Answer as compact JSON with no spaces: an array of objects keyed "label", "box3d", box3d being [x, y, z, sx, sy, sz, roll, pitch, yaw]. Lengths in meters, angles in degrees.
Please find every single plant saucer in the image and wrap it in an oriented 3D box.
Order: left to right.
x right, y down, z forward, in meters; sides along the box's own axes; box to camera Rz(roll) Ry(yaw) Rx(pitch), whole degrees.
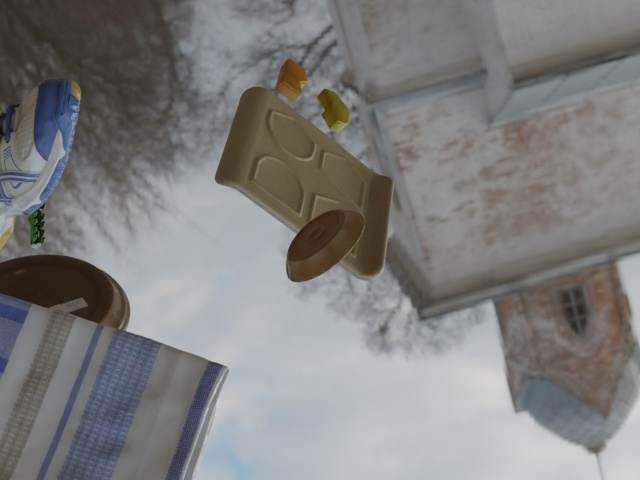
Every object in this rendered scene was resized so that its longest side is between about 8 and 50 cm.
[{"label":"plant saucer","box3d":[-0.427,0.104,1.753,0.277,0.041,0.278,2,-145,-2]},{"label":"plant saucer","box3d":[0.000,0.000,0.980,0.083,0.015,0.083,-32,-154,18]}]

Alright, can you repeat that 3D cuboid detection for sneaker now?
[{"label":"sneaker","box3d":[-0.368,-0.083,1.268,0.296,0.131,0.112,-43,-146,37]}]

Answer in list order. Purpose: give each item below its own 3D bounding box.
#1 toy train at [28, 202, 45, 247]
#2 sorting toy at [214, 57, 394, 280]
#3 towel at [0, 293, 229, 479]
[{"label":"toy train","box3d":[-0.364,-0.025,1.490,0.017,0.083,0.023,23,135,-38]},{"label":"sorting toy","box3d":[-0.011,-0.098,1.452,0.041,0.229,0.307,-46,-160,34]},{"label":"towel","box3d":[-0.252,0.182,1.187,0.285,0.209,0.034,18,162,0]}]
